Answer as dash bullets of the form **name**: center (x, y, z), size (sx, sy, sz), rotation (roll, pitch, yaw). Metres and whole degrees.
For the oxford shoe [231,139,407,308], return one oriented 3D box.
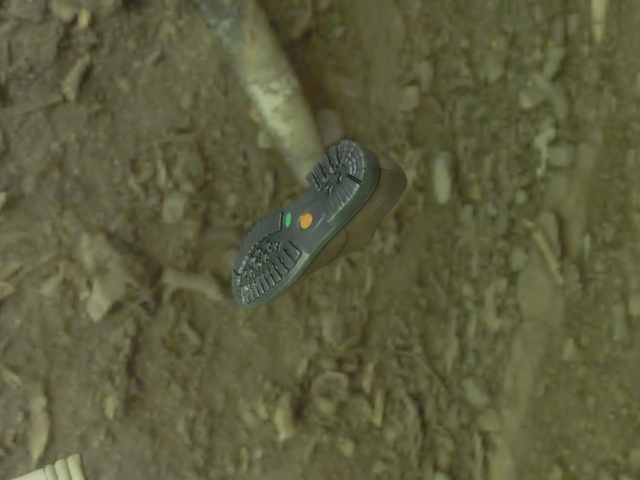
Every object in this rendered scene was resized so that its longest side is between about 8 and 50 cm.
- **oxford shoe**: center (0.000, 0.000, 1.212), size (0.096, 0.227, 0.083), rotation (14, 48, -43)

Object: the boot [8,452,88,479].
- **boot**: center (-0.296, 0.359, 1.254), size (0.095, 0.203, 0.262), rotation (107, -34, -65)
